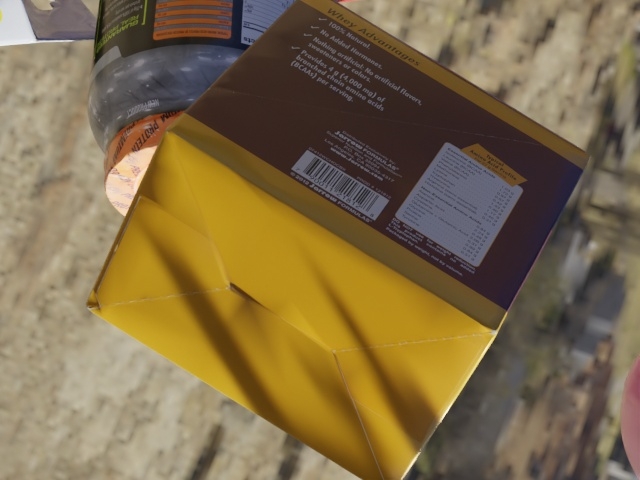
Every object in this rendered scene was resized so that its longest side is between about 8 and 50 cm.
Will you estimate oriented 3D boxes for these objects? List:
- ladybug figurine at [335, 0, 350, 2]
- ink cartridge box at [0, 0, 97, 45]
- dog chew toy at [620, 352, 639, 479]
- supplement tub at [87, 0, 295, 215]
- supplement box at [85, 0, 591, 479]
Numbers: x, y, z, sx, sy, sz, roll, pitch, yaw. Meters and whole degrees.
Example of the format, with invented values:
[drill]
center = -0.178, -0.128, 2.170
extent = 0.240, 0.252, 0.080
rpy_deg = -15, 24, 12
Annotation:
[ladybug figurine]
center = 0.101, -0.343, 1.831
extent = 0.305, 0.449, 0.162
rpy_deg = -95, 174, -75
[ink cartridge box]
center = -0.378, -0.243, 1.693
extent = 0.307, 0.303, 0.072
rpy_deg = -9, 113, -17
[dog chew toy]
center = 0.374, 0.073, 1.491
extent = 0.206, 0.206, 0.332
rpy_deg = -9, 117, -63
[supplement tub]
center = -0.088, -0.172, 1.485
extent = 0.193, 0.193, 0.316
rpy_deg = 64, 25, -57
[supplement box]
center = 0.014, -0.007, 0.976
extent = 0.129, 0.191, 0.194
rpy_deg = -61, 175, 36
